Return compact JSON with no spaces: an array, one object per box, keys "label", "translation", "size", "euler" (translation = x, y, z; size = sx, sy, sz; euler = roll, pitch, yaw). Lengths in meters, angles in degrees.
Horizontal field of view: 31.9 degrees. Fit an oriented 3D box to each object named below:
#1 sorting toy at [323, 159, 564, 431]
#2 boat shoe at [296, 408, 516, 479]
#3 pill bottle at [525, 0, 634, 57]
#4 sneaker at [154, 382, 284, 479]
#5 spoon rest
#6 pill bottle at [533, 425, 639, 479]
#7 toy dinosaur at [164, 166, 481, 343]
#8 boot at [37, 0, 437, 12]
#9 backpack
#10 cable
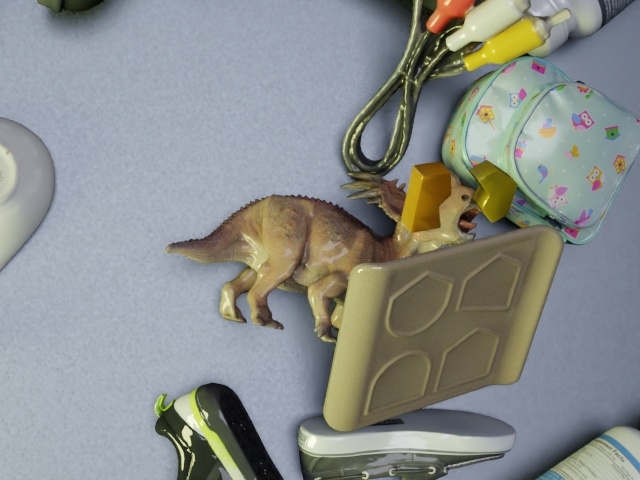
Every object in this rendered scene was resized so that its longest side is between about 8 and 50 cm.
[{"label":"sorting toy","translation":[0.124,0.045,1.086],"size":[0.229,0.041,0.307],"euler":[-10,130,-25]},{"label":"boat shoe","translation":[0.089,0.224,1.162],"size":[0.229,0.080,0.076],"euler":[-1,103,-12]},{"label":"pill bottle","translation":[0.284,-0.282,1.210],"size":[0.180,0.108,0.108],"euler":[-40,92,-10]},{"label":"sneaker","translation":[-0.095,0.255,1.140],"size":[0.097,0.084,0.234],"euler":[-25,89,14]},{"label":"spoon rest","translation":[-0.356,0.002,1.117],"size":[0.137,0.084,0.276],"euler":[17,70,-8]},{"label":"pill bottle","translation":[0.303,0.271,1.163],"size":[0.222,0.124,0.124],"euler":[-30,90,-10]},{"label":"toy dinosaur","translation":[0.000,0.000,1.141],"size":[0.296,0.127,0.200],"euler":[13,84,-3]},{"label":"boot","translation":[-0.022,-0.324,1.161],"size":[0.445,0.146,0.366],"euler":[23,84,-11]},{"label":"backpack","translation":[0.230,-0.099,1.173],"size":[0.188,0.144,0.165],"euler":[30,87,-2]},{"label":"cable","translation":[0.103,-0.180,1.120],"size":[0.139,0.072,0.287],"euler":[43,114,-9]}]
